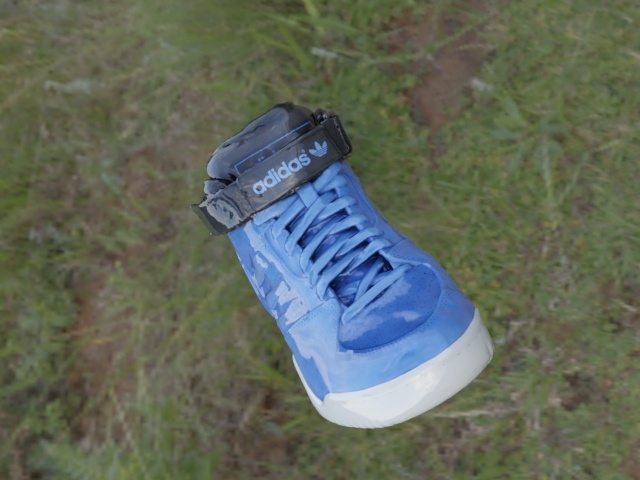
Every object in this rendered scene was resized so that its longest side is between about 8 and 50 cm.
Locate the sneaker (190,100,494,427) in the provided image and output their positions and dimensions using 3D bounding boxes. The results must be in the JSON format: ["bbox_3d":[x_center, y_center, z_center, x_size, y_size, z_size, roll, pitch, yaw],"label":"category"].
[{"bbox_3d":[-0.001,0.000,0.410,0.058,0.084,0.152,-31,17,-5],"label":"sneaker"}]
